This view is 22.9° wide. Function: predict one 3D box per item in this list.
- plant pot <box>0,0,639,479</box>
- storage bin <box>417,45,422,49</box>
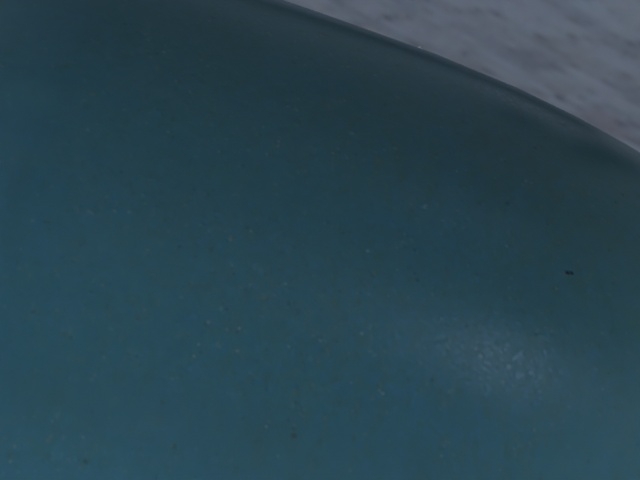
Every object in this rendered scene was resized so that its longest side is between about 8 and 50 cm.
[{"bbox_3d":[0.008,0.079,0.464,0.235,0.293,0.293,13,180,-3],"label":"plant pot"},{"bbox_3d":[0.000,0.000,1.335,0.123,0.260,0.262,52,166,8],"label":"storage bin"}]
